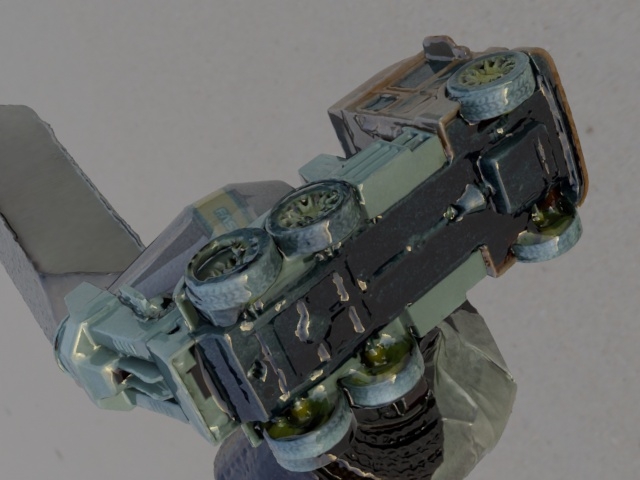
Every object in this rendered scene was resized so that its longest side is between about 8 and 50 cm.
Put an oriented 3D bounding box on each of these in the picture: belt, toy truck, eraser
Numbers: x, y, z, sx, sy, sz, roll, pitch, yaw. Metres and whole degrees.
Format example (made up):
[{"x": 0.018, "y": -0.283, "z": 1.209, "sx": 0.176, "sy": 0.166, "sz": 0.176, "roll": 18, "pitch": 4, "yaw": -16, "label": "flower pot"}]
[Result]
[{"x": 0.051, "y": 0.140, "z": 0.995, "sx": 0.184, "sy": 0.289, "sz": 0.164, "roll": 42, "pitch": 129, "yaw": 10, "label": "belt"}, {"x": 0.000, "y": 0.000, "z": 0.576, "sx": 0.140, "sy": 0.257, "sz": 0.108, "roll": 20, "pitch": 142, "yaw": 52, "label": "toy truck"}, {"x": -0.207, "y": -0.005, "z": 0.917, "sx": 0.352, "sy": 0.077, "sz": 0.111, "roll": 42, "pitch": 151, "yaw": 49, "label": "eraser"}]
